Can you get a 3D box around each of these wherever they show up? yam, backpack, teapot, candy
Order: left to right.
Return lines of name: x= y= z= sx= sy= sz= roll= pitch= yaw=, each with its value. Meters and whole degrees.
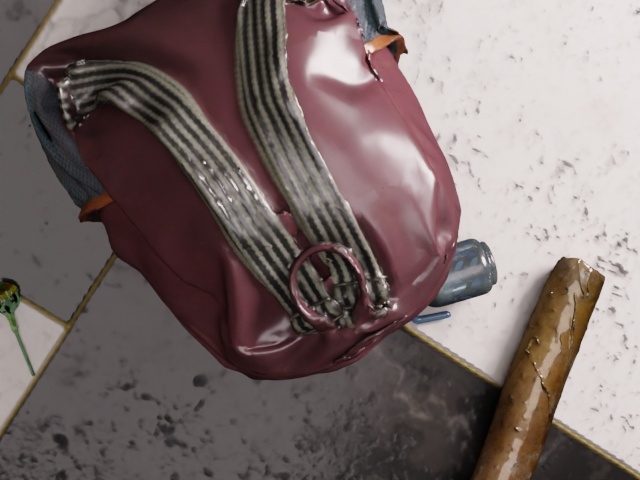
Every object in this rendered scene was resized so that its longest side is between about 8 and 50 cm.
candy: x=-0.245 y=0.072 z=1.250 sx=0.023 sy=0.025 sz=0.083 roll=-13 pitch=110 yaw=20
backpack: x=-0.043 y=-0.053 z=1.152 sx=0.283 sy=0.197 sz=0.317 roll=-29 pitch=76 yaw=3
teapot: x=0.104 y=0.033 z=1.296 sx=0.083 sy=0.063 sz=0.049 roll=-16 pitch=68 yaw=-5
yam: x=0.182 y=0.130 z=1.313 sx=0.056 sy=0.057 sz=0.241 roll=21 pitch=92 yaw=-12
